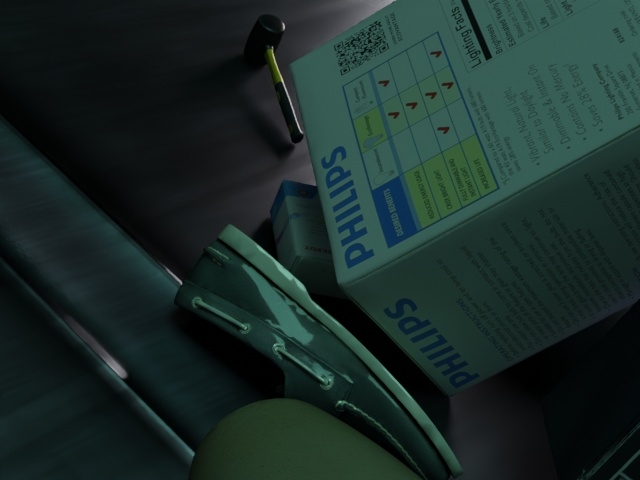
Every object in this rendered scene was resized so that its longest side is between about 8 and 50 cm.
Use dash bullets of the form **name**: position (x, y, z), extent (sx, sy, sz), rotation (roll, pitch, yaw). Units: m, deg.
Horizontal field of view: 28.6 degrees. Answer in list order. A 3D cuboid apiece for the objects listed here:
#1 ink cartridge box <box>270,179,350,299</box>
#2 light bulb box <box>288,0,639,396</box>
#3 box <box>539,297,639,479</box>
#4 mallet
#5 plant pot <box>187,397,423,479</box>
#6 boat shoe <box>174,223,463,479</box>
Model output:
- **ink cartridge box**: position (0.000, 0.000, 1.327), extent (0.088, 0.052, 0.122), rotation (11, 38, -20)
- **light bulb box**: position (0.194, -0.099, 1.268), extent (0.225, 0.361, 0.358), rotation (47, 21, -40)
- **box**: position (0.404, 0.162, 1.107), extent (0.296, 0.294, 0.183), rotation (36, 18, -11)
- **mallet**: position (-0.056, -0.189, 1.542), extent (0.039, 0.062, 0.190), rotation (2, 58, -27)
- **plant pot**: position (-0.001, 0.243, 0.907), extent (0.256, 0.257, 0.274), rotation (8, 25, -23)
- **boat shoe**: position (-0.005, 0.125, 1.167), extent (0.099, 0.116, 0.319), rotation (-45, 79, -7)
